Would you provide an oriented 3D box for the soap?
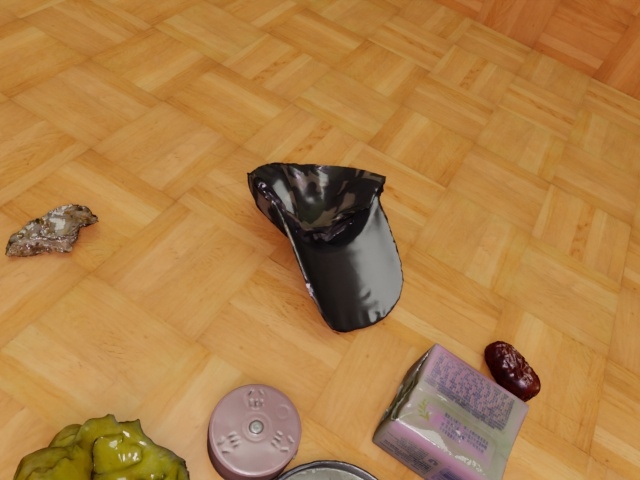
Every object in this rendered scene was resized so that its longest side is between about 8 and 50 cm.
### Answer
[{"bbox_3d":[0.224,0.318,0.906,0.199,0.138,0.182,33,52,11],"label":"soap"}]

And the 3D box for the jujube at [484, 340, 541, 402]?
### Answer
[{"bbox_3d":[0.379,0.261,1.036,0.077,0.077,0.129,-19,58,-28],"label":"jujube"}]

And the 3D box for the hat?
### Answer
[{"bbox_3d":[0.000,0.000,1.120,0.366,0.257,0.381,-2,88,-36],"label":"hat"}]

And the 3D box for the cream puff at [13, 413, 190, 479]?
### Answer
[{"bbox_3d":[-0.258,0.344,0.660,0.185,0.281,0.282,-36,67,-13],"label":"cream puff"}]

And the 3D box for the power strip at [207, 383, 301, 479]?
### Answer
[{"bbox_3d":[-0.108,0.320,0.851,0.154,0.078,0.154,8,50,-9],"label":"power strip"}]

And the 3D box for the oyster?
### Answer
[{"bbox_3d":[-0.527,-0.014,1.016,0.105,0.056,0.177,32,49,25],"label":"oyster"}]

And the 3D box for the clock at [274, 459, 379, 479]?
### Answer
[{"bbox_3d":[0.014,0.475,0.776,0.281,0.055,0.280,8,50,-9],"label":"clock"}]
